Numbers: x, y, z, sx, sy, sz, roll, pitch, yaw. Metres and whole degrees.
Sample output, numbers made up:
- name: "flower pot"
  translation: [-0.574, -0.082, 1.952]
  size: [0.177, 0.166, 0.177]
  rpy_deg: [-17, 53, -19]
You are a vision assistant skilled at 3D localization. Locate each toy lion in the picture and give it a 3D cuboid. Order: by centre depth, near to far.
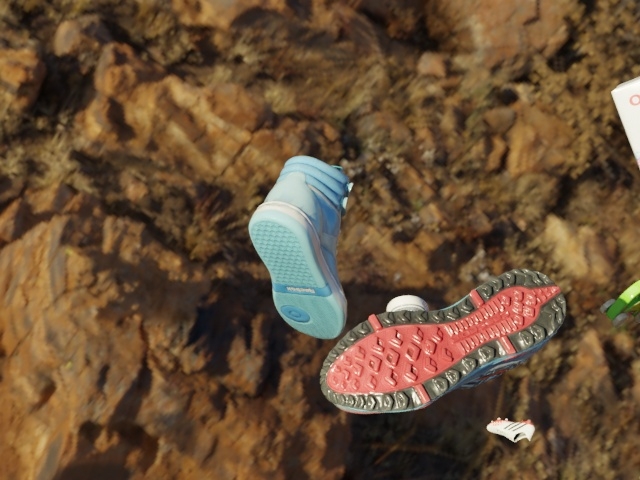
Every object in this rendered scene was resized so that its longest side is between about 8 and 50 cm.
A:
- name: "toy lion"
  translation: [0.418, 0.066, 1.340]
  size: [0.100, 0.096, 0.034]
  rpy_deg: [-4, 48, -47]

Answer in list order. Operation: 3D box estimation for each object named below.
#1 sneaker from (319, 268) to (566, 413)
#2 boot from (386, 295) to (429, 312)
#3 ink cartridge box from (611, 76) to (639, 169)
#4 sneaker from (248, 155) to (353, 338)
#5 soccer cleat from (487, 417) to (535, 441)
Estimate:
- name: "sneaker"
  translation: [0.127, 0.127, 1.069]
  size: [0.261, 0.125, 0.104]
  rpy_deg: [-17, 61, -9]
- name: "boot"
  translation: [0.144, 0.164, 1.663]
  size: [0.069, 0.190, 0.086]
  rpy_deg: [-7, 58, 5]
- name: "ink cartridge box"
  translation: [0.447, -0.107, 1.209]
  size: [0.212, 0.154, 0.093]
  rpy_deg: [70, 20, -1]
- name: "sneaker"
  translation: [0.000, 0.000, 1.661]
  size: [0.127, 0.319, 0.208]
  rpy_deg: [9, 52, 20]
- name: "soccer cleat"
  translation: [0.307, 0.309, 1.688]
  size: [0.029, 0.083, 0.036]
  rpy_deg: [55, 42, -38]
